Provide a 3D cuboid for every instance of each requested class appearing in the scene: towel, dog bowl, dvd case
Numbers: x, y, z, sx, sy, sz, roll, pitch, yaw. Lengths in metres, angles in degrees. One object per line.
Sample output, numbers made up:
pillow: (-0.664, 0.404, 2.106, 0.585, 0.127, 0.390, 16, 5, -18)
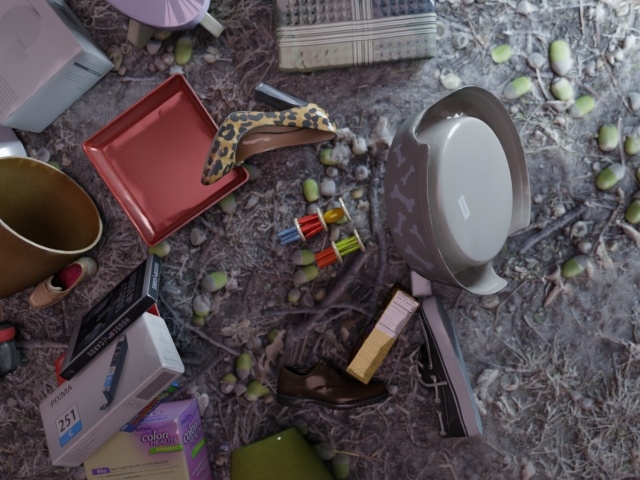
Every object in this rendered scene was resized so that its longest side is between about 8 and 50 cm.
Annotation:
towel: (0.058, -0.492, 1.073, 0.324, 0.056, 0.312, -3, 97, 4)
dog bowl: (0.240, -0.081, 0.953, 0.102, 0.348, 0.349, -3, 95, 45)
dvd case: (-0.413, 0.146, 1.102, 0.238, 0.179, 0.029, -42, 117, 7)

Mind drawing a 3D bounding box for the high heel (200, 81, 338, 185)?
high heel: (-0.093, -0.175, 1.046, 0.186, 0.093, 0.261, 28, 67, 8)

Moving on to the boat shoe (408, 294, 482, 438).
boat shoe: (0.224, 0.250, 1.063, 0.104, 0.113, 0.306, -15, 114, 15)

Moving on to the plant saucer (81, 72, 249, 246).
plant saucer: (-0.311, -0.161, 1.129, 0.259, 0.048, 0.258, -34, 90, 8)

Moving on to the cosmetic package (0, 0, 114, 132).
cosmetic package: (-0.583, -0.375, 1.096, 0.224, 0.138, 0.224, -38, 90, 6)

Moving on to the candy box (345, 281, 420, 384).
candy box: (0.120, 0.176, 1.078, 0.053, 0.109, 0.187, 34, 96, 2)

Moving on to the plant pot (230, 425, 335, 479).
plant pot: (-0.063, 0.526, 1.064, 0.274, 0.275, 0.294, -24, 76, 7)

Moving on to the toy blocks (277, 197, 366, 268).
toy blocks: (0.000, 0.000, 1.105, 0.148, 0.054, 0.123, -25, 91, 7)

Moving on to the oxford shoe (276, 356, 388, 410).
oxford shoe: (0.023, 0.286, 1.111, 0.227, 0.083, 0.096, 1, 90, 5)

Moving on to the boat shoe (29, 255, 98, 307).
boat shoe: (-0.553, 0.088, 1.166, 0.170, 0.059, 0.063, -35, 90, 7)

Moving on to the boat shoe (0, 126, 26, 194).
boat shoe: (-0.723, -0.222, 1.146, 0.102, 0.108, 0.301, -19, 107, 39)

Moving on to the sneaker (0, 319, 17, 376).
sneaker: (-0.770, 0.274, 1.182, 0.276, 0.097, 0.135, -20, 90, 6)

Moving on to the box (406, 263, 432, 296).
box: (0.178, 0.002, 1.041, 0.038, 0.145, 0.186, -4, 94, 6)

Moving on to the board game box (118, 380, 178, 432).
board game box: (-0.376, 0.260, 1.113, 0.136, 0.035, 0.201, -45, 51, 5)

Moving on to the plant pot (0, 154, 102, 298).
plant pot: (-0.612, 0.002, 1.102, 0.254, 0.237, 0.237, -40, 89, 23)

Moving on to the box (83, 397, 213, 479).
box: (-0.351, 0.475, 1.144, 0.213, 0.117, 0.243, -11, 94, 7)

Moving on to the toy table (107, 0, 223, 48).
toy table: (-0.310, -0.495, 1.048, 0.252, 0.161, 0.274, -40, 90, 7)

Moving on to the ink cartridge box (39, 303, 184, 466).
ink cartridge box: (-0.429, 0.244, 1.090, 0.296, 0.066, 0.261, -42, 52, 7)
